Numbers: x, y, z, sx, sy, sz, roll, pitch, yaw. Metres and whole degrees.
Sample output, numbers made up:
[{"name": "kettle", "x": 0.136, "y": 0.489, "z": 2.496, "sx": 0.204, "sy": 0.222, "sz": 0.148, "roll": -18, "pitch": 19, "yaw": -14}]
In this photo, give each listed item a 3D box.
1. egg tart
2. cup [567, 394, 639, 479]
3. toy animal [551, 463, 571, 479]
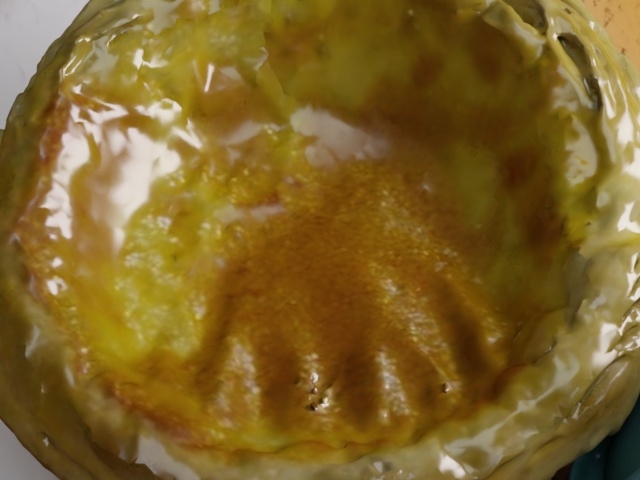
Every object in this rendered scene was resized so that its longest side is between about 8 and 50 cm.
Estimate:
[{"name": "egg tart", "x": 0.000, "y": 0.000, "z": 0.881, "sx": 0.387, "sy": 0.169, "sz": 0.388, "roll": -2, "pitch": 61, "yaw": 4}, {"name": "cup", "x": 0.260, "y": 0.157, "z": 0.796, "sx": 0.257, "sy": 0.219, "sz": 0.290, "roll": 40, "pitch": 109, "yaw": -5}, {"name": "toy animal", "x": 0.250, "y": 0.081, "z": 0.930, "sx": 0.224, "sy": 0.066, "sz": 0.230, "roll": 21, "pitch": 68, "yaw": 2}]
